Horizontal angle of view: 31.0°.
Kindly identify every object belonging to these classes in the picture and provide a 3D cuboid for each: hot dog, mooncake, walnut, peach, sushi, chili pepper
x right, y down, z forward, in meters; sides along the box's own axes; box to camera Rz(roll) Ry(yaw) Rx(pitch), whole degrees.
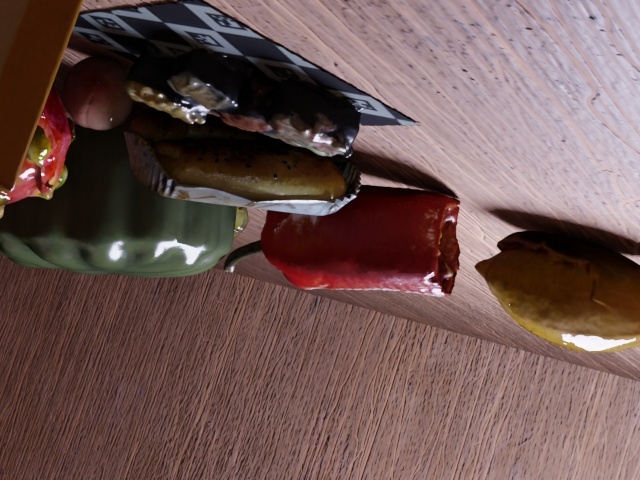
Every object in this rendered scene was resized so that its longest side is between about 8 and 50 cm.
[{"bbox_3d":[-0.086,-0.089,1.305,0.270,0.082,0.162,8,-156,-20],"label":"hot dog"},{"bbox_3d":[-0.276,-0.045,1.519,0.351,0.187,0.351,0,174,0],"label":"mooncake"},{"bbox_3d":[0.302,0.062,1.396,0.245,0.137,0.137,20,173,18],"label":"walnut"},{"bbox_3d":[-0.243,-0.162,1.262,0.083,0.083,0.083,18,172,2],"label":"peach"},{"bbox_3d":[-0.098,-0.144,1.146,0.292,0.059,0.294,24,171,-35],"label":"sushi"},{"bbox_3d":[-0.001,-0.004,1.425,0.338,0.134,0.131,3,-173,25],"label":"chili pepper"}]

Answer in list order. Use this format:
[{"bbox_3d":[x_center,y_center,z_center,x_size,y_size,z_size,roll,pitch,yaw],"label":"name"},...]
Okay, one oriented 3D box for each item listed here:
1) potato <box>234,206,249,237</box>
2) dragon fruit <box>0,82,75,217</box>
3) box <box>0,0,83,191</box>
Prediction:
[{"bbox_3d":[-0.227,-0.070,1.756,0.251,0.113,0.149,20,166,-9],"label":"potato"},{"bbox_3d":[-0.411,-0.154,1.248,0.307,0.243,0.227,58,166,-1],"label":"dragon fruit"},{"bbox_3d":[-0.197,-0.173,0.408,0.214,0.259,0.283,25,170,-30],"label":"box"}]
